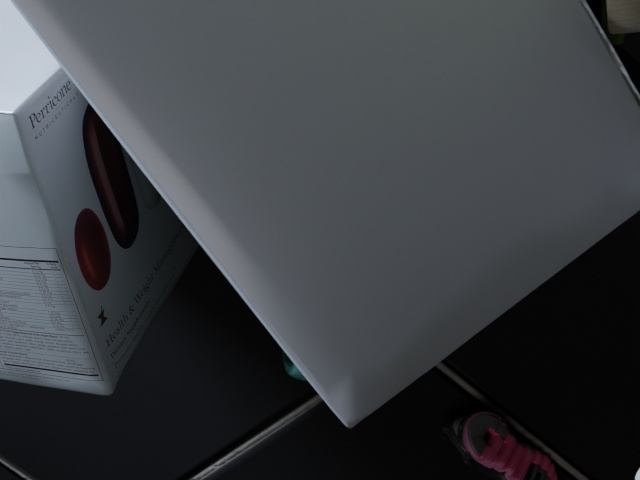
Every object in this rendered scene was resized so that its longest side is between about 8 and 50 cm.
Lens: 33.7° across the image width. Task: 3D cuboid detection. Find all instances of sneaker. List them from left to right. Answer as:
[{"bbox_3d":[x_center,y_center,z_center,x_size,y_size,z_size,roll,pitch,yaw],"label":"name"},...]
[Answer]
[{"bbox_3d":[0.142,0.177,0.841,0.119,0.047,0.057,48,152,-20],"label":"sneaker"}]

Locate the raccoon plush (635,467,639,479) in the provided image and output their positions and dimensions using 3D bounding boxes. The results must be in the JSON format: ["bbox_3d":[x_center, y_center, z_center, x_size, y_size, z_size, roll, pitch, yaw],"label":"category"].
[{"bbox_3d":[0.274,0.093,0.451,0.216,0.446,0.299,-21,102,53],"label":"raccoon plush"}]

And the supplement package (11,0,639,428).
[{"bbox_3d":[0.005,-0.086,0.512,0.204,0.145,0.262,-37,110,-2],"label":"supplement package"}]

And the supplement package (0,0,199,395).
[{"bbox_3d":[-0.177,-0.049,0.657,0.149,0.194,0.203,5,131,17],"label":"supplement package"}]

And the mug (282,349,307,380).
[{"bbox_3d":[-0.003,-0.009,0.661,0.129,0.097,0.158,42,93,-20],"label":"mug"}]

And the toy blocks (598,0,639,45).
[{"bbox_3d":[0.229,-0.227,0.370,0.261,0.190,0.381,-3,139,13],"label":"toy blocks"}]
